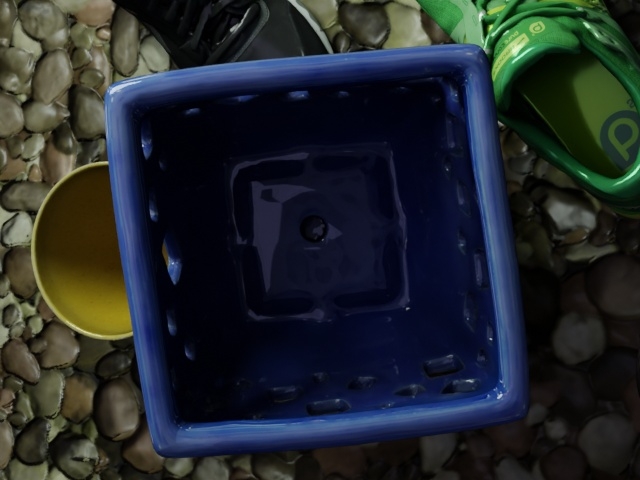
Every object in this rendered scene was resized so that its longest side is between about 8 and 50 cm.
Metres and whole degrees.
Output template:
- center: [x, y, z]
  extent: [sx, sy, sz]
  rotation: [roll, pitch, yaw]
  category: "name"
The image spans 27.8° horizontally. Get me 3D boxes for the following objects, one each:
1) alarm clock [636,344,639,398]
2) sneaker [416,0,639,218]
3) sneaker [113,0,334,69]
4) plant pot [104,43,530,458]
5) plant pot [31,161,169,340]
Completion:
- center: [0.271, 0.070, 0.864]
  extent: [0.129, 0.064, 0.192]
  rotation: [-21, 80, 22]
  category: "alarm clock"
- center: [0.145, -0.142, 0.874]
  extent: [0.109, 0.123, 0.295]
  rotation: [-45, 75, 18]
  category: "sneaker"
- center: [-0.115, -0.185, 0.979]
  extent: [0.283, 0.124, 0.107]
  rotation: [43, 107, 16]
  category: "sneaker"
- center: [0.000, 0.000, 0.862]
  extent: [0.236, 0.212, 0.236]
  rotation: [-7, 95, 1]
  category: "plant pot"
- center: [-0.142, 0.007, 1.011]
  extent: [0.134, 0.095, 0.134]
  rotation: [0, 91, 22]
  category: "plant pot"
